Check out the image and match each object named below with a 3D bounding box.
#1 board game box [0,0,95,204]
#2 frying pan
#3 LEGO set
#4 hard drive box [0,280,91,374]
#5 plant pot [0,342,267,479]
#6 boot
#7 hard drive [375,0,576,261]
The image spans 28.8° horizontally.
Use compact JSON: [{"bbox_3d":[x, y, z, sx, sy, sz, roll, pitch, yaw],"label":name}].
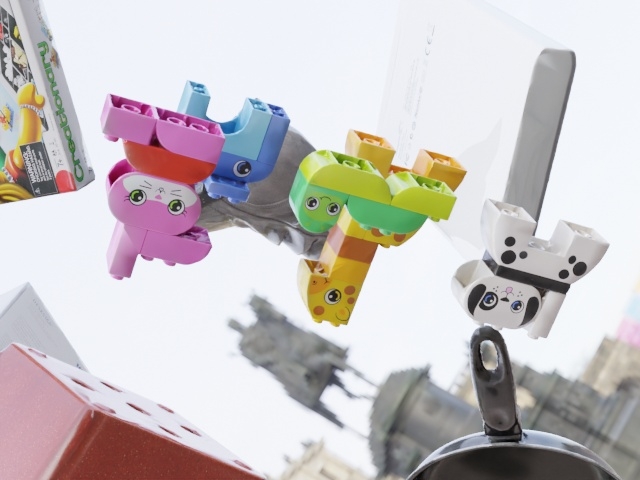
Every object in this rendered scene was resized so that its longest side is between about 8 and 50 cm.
[{"bbox_3d":[-0.356,-0.182,1.224,0.053,0.193,0.305,-51,-51,-66],"label":"board game box"},{"bbox_3d":[0.126,0.176,0.993,0.326,0.197,0.053,49,-147,-33],"label":"frying pan"},{"bbox_3d":[0.000,0.000,0.561,0.087,0.227,0.093,-118,45,-63],"label":"LEGO set"},{"bbox_3d":[-0.389,0.184,1.566,0.089,0.181,0.232,-26,15,16],"label":"hard drive box"},{"bbox_3d":[-0.200,0.237,0.998,0.267,0.267,0.235,31,-96,-36],"label":"plant pot"},{"bbox_3d":[-0.069,-0.019,1.505,0.338,0.223,0.118,-30,31,55],"label":"boot"},{"bbox_3d":[0.145,-0.132,1.297,0.353,0.047,0.233,-124,40,-62],"label":"hard drive"}]
